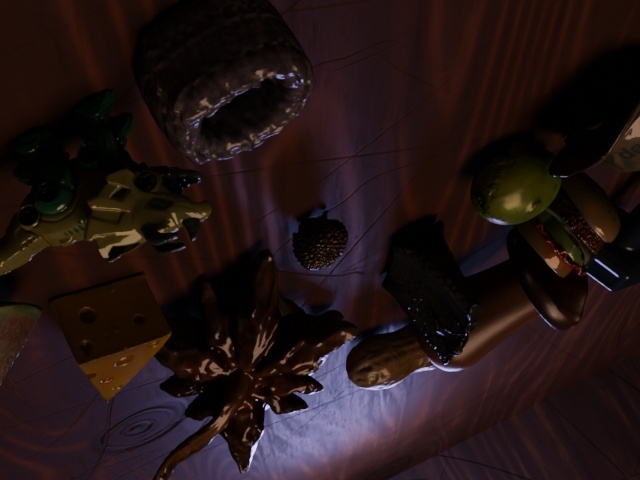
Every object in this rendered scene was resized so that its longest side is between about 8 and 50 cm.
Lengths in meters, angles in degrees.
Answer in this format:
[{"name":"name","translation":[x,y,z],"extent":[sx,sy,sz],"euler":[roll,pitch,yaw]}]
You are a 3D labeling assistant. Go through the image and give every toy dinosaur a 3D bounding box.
[{"name":"toy dinosaur","translation":[-0.236,-0.033,1.114],"extent":[0.259,0.153,0.094],"euler":[-20,158,1]}]

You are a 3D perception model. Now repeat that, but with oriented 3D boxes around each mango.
[{"name":"mango","translation":[0.284,-0.080,1.721],"extent":[0.178,0.100,0.119],"euler":[-18,156,-48]}]

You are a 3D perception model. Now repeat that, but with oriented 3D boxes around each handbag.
[{"name":"handbag","translation":[0.176,0.085,1.861],"extent":[0.089,0.175,0.270],"euler":[-26,162,-12]}]

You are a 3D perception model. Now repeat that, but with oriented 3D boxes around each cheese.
[{"name":"cheese","translation":[-0.272,0.132,1.518],"extent":[0.126,0.093,0.171],"euler":[-18,159,-28]}]

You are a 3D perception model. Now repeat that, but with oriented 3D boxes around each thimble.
[{"name":"thimble","translation":[-0.086,-0.145,1.087],"extent":[0.150,0.097,0.150],"euler":[-26,160,-10]}]

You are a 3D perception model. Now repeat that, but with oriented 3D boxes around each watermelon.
[{"name":"watermelon","translation":[-0.396,0.122,1.352],"extent":[0.231,0.128,0.146],"euler":[-34,-169,51]}]

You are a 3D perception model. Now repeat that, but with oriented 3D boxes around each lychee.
[{"name":"lychee","translation":[0.000,0.000,1.587],"extent":[0.068,0.083,0.067],"euler":[22,171,-23]}]

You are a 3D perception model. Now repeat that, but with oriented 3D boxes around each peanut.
[{"name":"peanut","translation":[0.151,0.206,2.236],"extent":[0.263,0.101,0.117],"euler":[-17,-178,-34]}]

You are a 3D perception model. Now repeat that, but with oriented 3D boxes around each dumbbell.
[{"name":"dumbbell","translation":[0.575,-0.046,2.113],"extent":[0.160,0.144,0.325],"euler":[-14,155,-30]}]

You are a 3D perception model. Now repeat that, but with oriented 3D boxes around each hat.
[{"name":"hat","translation":[0.430,-0.136,1.667],"extent":[0.214,0.149,0.244],"euler":[-44,-166,39]}]

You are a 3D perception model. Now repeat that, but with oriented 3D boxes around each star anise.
[{"name":"star anise","translation":[-0.115,0.180,1.639],"extent":[0.350,0.292,0.109],"euler":[-25,-165,5]}]

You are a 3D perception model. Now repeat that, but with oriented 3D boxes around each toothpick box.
[{"name":"toothpick box","translation":[0.308,0.102,2.070],"extent":[0.294,0.192,0.192],"euler":[-32,160,25]}]

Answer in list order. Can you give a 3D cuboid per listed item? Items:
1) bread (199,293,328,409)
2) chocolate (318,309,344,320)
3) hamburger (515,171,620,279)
[{"name":"bread","translation":[-0.097,0.170,1.814],"extent":[0.192,0.109,0.210],"euler":[-37,159,7]},{"name":"chocolate","translation":[-0.003,0.138,1.940],"extent":[0.064,0.031,0.101],"euler":[-36,-178,26]},{"name":"hamburger","translation":[0.380,-0.034,1.869],"extent":[0.137,0.175,0.175],"euler":[-39,158,11]}]
